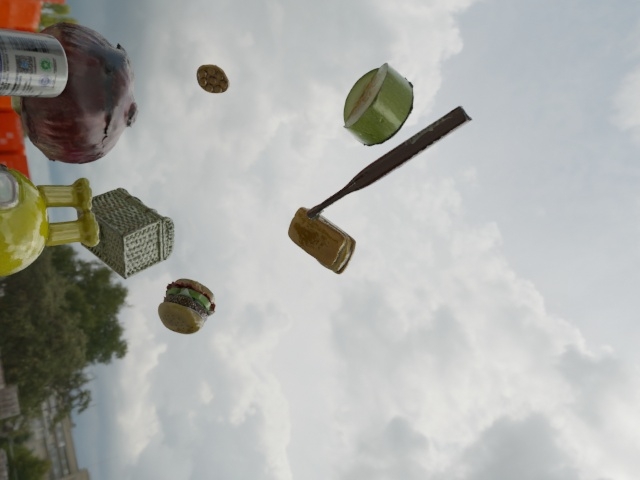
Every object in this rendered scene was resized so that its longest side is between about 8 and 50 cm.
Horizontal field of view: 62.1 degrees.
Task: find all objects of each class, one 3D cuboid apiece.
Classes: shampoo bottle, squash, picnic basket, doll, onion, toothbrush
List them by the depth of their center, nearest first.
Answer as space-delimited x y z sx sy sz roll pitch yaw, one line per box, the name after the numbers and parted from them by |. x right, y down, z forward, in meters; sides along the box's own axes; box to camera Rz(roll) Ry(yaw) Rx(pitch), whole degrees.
-0.479 -0.227 0.660 0.092 0.303 0.092 9 -73 32 | shampoo bottle
-0.488 -0.031 0.689 0.145 0.363 0.199 -20 -100 49 | doll
-0.421 -0.254 0.942 0.246 0.190 0.246 -166 -90 -77 | onion
0.118 -0.138 1.009 0.364 0.041 0.040 -32 -112 20 | toothbrush
-0.475 -0.027 1.312 0.196 0.154 0.134 29 -53 28 | picnic basket
0.132 -0.373 1.430 0.220 0.133 0.220 -25 -125 41 | squash

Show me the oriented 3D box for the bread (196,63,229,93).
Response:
-0.338 -0.505 1.668 0.110 0.110 0.024 -43 -149 50 | bread

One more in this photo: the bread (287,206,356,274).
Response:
0.000 0.000 1.435 0.200 0.077 0.115 37 -70 29 | bread

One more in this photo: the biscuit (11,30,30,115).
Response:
-0.667 -0.376 1.200 0.056 0.052 0.187 102 -17 -82 | biscuit

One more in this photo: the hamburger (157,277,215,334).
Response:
-0.410 0.211 1.612 0.175 0.175 0.136 -44 -161 49 | hamburger
